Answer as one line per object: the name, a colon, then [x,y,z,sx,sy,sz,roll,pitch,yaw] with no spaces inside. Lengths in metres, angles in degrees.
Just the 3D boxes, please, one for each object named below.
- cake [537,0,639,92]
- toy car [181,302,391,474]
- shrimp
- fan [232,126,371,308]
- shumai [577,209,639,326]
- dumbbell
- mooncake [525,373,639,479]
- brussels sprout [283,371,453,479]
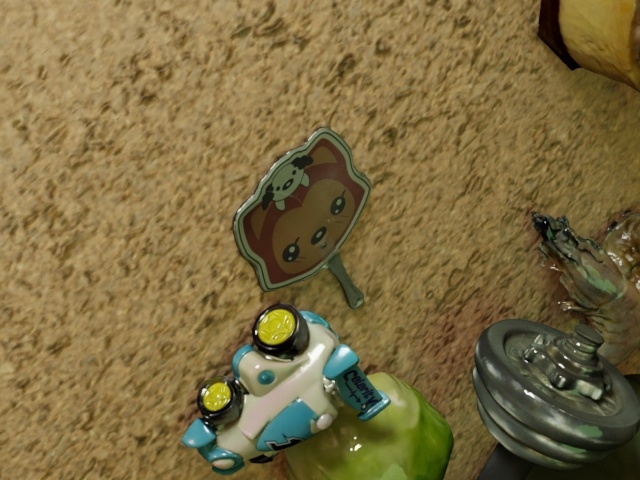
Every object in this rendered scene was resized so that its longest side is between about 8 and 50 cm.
cake: [0.318,-0.207,1.236,0.185,0.178,0.208,-12,130,-42]
toy car: [-0.030,0.143,1.207,0.161,0.098,0.126,-47,141,-11]
shrimp: [0.243,0.064,1.451,0.152,0.046,0.219,-33,122,9]
fan: [0.000,0.000,1.198,0.132,0.009,0.220,-44,142,-11]
shumai: [0.355,0.049,1.524,0.145,0.116,0.146,-25,134,-29]
dumbbell: [0.173,0.252,1.416,0.179,0.179,0.406,-1,126,-46]
mooncake: [0.375,0.319,1.573,0.351,0.351,0.187,-40,143,-16]
brussels sprout: [0.049,0.207,1.320,0.149,0.122,0.152,-2,121,-47]
